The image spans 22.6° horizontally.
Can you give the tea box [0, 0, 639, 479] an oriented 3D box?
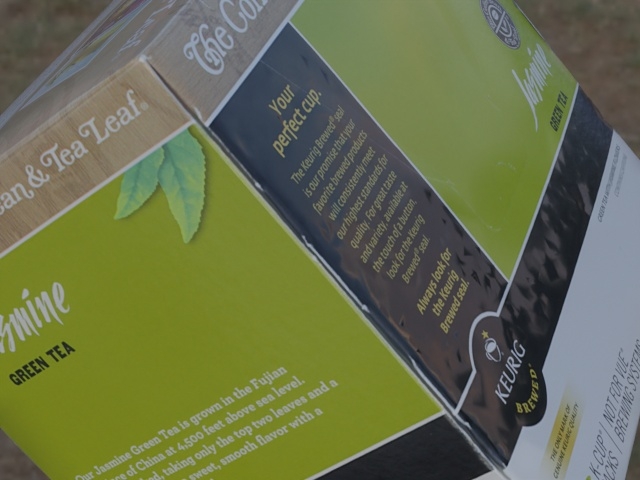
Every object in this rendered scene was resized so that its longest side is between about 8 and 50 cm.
[{"bbox_3d":[0.000,0.000,0.856,0.220,0.323,0.329,-30,17,33],"label":"tea box"}]
